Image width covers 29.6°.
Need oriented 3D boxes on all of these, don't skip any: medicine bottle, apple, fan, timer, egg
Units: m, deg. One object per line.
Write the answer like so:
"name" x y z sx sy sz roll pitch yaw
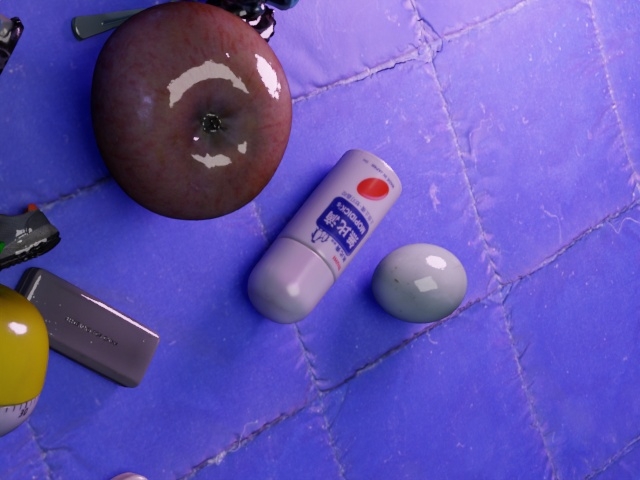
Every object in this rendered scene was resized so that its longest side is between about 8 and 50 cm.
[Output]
"medicine bottle" 0.000 0.000 2.120 0.341 0.130 0.130 -51 118 -24
"apple" -0.195 -0.191 1.851 0.344 0.269 0.345 -2 109 -5
"fan" -0.313 -0.362 1.953 0.193 0.016 0.038 -23 102 -34
"timer" -0.492 0.114 1.655 0.285 0.285 0.285 -1 91 -36
"egg" 0.183 0.079 2.243 0.192 0.149 0.150 2 89 -30

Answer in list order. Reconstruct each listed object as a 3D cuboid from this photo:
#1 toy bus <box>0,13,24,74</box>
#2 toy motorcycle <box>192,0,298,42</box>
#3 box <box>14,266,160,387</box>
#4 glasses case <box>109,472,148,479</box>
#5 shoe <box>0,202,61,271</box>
"toy bus" -0.576 -0.168 1.679 0.162 0.171 0.386 29 74 -23
"toy motorcycle" -0.157 -0.517 1.991 0.232 0.172 0.416 -32 99 -40
"box" -0.371 0.138 1.894 0.243 0.055 0.103 34 71 -32
"glasses case" -0.296 0.472 1.957 0.083 0.050 0.196 -24 105 -32
"shoe" -0.487 0.005 1.806 0.194 0.074 0.077 -24 81 -31
